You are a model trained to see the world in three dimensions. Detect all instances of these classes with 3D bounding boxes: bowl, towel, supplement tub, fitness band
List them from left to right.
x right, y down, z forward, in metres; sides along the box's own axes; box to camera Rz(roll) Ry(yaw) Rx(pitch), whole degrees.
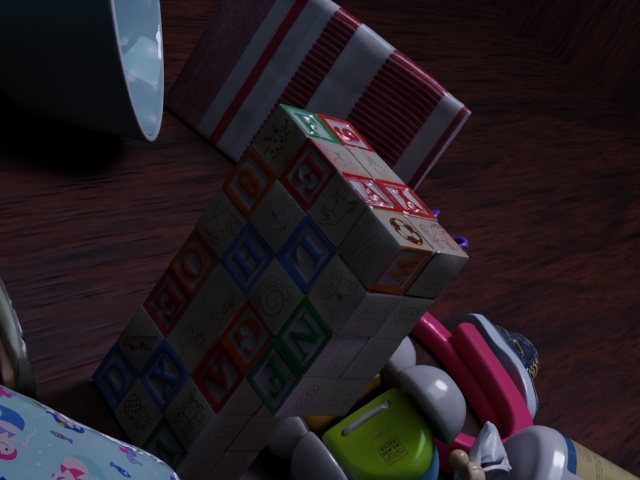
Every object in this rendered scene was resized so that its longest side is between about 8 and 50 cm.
[{"bbox_3d":[-0.271,-0.251,1.452,0.163,0.311,0.311,-6,27,3],"label":"bowl"},{"bbox_3d":[-0.009,-0.164,1.644,0.329,0.237,0.037,39,23,10],"label":"towel"},{"bbox_3d":[0.110,0.141,1.461,0.209,0.054,0.291,14,30,-35],"label":"fitness band"},{"bbox_3d":[0.248,0.275,1.261,0.199,0.144,0.144,30,23,-11],"label":"supplement tub"}]

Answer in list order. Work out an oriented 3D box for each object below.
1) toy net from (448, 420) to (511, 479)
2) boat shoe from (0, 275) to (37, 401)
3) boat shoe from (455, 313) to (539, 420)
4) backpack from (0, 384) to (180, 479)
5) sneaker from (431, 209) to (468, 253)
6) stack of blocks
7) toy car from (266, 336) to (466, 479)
[{"bbox_3d":[0.117,0.234,1.175,0.045,0.122,0.232,24,23,21],"label":"toy net"},{"bbox_3d":[-0.326,0.032,1.022,0.120,0.122,0.324,-24,54,-29],"label":"boat shoe"},{"bbox_3d":[0.224,0.153,1.566,0.083,0.065,0.183,20,26,-29],"label":"boat shoe"},{"bbox_3d":[-0.191,0.210,0.760,0.225,0.191,0.253,28,29,-17],"label":"backpack"},{"bbox_3d":[0.114,-0.022,1.750,0.170,0.071,0.068,29,24,-11],"label":"sneaker"},{"bbox_3d":[-0.041,0.064,1.083,0.087,0.297,0.171,9,34,-49],"label":"stack of blocks"},{"bbox_3d":[0.040,0.171,1.211,0.182,0.159,0.136,44,-18,46],"label":"toy car"}]
